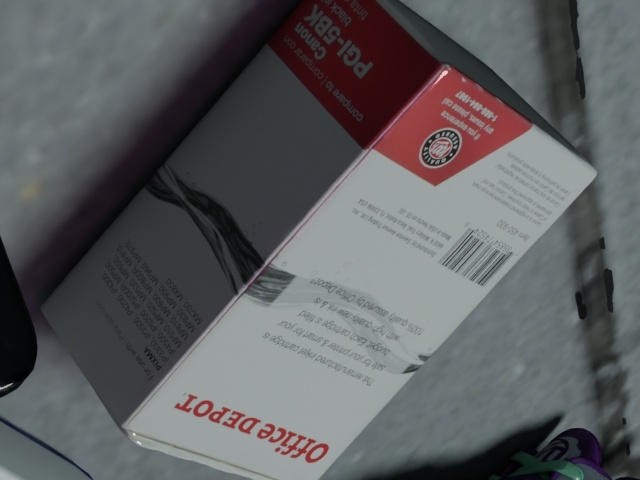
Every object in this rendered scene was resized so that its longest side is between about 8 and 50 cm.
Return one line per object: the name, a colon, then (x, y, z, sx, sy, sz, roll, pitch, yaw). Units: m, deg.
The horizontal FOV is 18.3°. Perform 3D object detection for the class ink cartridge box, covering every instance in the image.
ink cartridge box: (0.000, 0.000, 0.577, 0.135, 0.056, 0.099, -48, 145, 10)

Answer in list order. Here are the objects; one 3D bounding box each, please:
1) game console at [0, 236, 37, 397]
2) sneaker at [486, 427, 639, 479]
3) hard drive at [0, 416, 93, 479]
game console: (-0.127, -0.021, 0.410, 0.144, 0.124, 0.085, -13, 164, -34)
sneaker: (0.062, 0.114, 0.778, 0.224, 0.083, 0.098, 18, 81, -42)
hard drive: (-0.224, 0.148, 0.543, 0.319, 0.040, 0.210, -42, 147, 2)
